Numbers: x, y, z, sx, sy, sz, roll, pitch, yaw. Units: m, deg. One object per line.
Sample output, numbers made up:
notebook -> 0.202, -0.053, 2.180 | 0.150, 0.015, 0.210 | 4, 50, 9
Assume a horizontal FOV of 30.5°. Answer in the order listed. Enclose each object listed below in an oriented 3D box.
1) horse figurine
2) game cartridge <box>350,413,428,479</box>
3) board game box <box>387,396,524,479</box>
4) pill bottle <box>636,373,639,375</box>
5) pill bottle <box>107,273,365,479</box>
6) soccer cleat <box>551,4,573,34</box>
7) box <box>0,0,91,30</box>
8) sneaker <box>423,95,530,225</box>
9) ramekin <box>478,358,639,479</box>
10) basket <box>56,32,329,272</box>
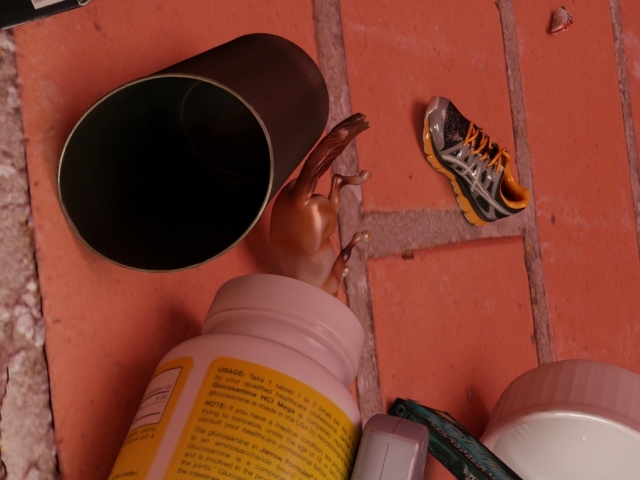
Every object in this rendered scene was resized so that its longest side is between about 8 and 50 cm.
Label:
horse figurine -> 0.000, 0.000, 1.177 | 0.174, 0.066, 0.263 | -48, 146, -46
game cartridge -> 0.052, 0.257, 1.042 | 0.294, 0.060, 0.196 | 74, 35, -72
board game box -> 0.173, 0.252, 1.338 | 0.026, 0.186, 0.126 | -55, 143, 8
pill bottle -> 0.503, 0.279, 1.906 | 0.067, 0.067, 0.120 | 13, 73, -55
pill bottle -> -0.073, 0.200, 0.955 | 0.188, 0.188, 0.334 | 52, 45, -38
soccer cleat -> 0.386, -0.356, 1.892 | 0.035, 0.029, 0.083 | 64, 34, -12
box -> -0.219, -0.324, 0.916 | 0.184, 0.103, 0.261 | -45, 120, -46
sneaker -> 0.201, -0.108, 1.518 | 0.215, 0.083, 0.084 | 51, 46, -36
ramekin -> 0.330, 0.282, 1.475 | 0.277, 0.277, 0.135 | 66, 30, -24
basket -> -0.086, -0.092, 1.011 | 0.154, 0.204, 0.227 | 58, 30, -10
